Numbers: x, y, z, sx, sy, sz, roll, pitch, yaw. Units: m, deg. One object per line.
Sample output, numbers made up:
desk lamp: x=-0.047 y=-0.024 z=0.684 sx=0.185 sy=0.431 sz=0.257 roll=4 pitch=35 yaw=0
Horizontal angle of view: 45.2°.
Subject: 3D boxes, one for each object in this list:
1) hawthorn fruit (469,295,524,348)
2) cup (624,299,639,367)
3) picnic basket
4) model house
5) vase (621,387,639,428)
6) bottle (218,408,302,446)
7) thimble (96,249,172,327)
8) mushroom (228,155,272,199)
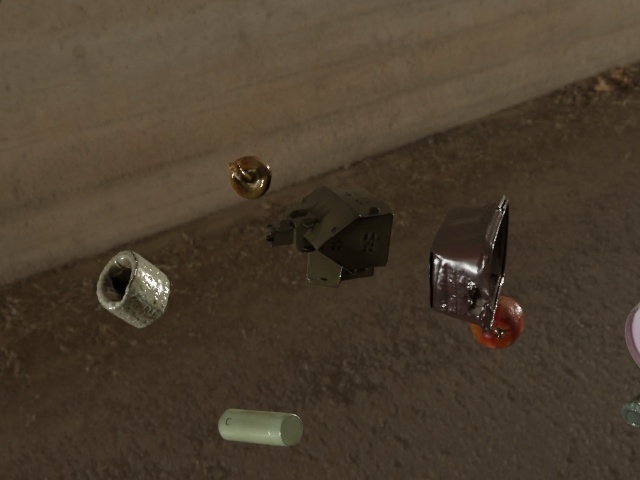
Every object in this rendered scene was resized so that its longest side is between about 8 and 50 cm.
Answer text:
hawthorn fruit: x=0.399 y=0.186 z=1.712 sx=0.125 sy=0.125 sz=0.140 roll=-17 pitch=22 yaw=-20
cup: x=0.637 y=0.104 z=1.220 sx=0.274 sy=0.253 sz=0.253 roll=-32 pitch=40 yaw=-31
picnic basket: x=0.304 y=0.041 z=1.566 sx=0.129 sy=0.223 sz=0.297 roll=4 pitch=26 yaw=20
model house: x=0.000 y=0.000 z=1.653 sx=0.243 sy=0.205 sz=0.211 roll=-5 pitch=23 yaw=-22
vase: x=0.647 y=0.303 z=1.505 sx=0.081 sy=0.081 sz=0.148 roll=24 pitch=49 yaw=38
bottle: x=-0.134 y=0.411 z=1.691 sx=0.201 sy=0.072 sz=0.072 roll=-8 pitch=22 yaw=42
thimble: x=-0.320 y=0.082 z=1.309 sx=0.102 sy=0.090 sz=0.115 roll=-41 pitch=44 yaw=4
mushroom: x=-0.150 y=-0.140 z=1.569 sx=0.088 sy=0.129 sz=0.073 roll=-15 pitch=63 yaw=15
